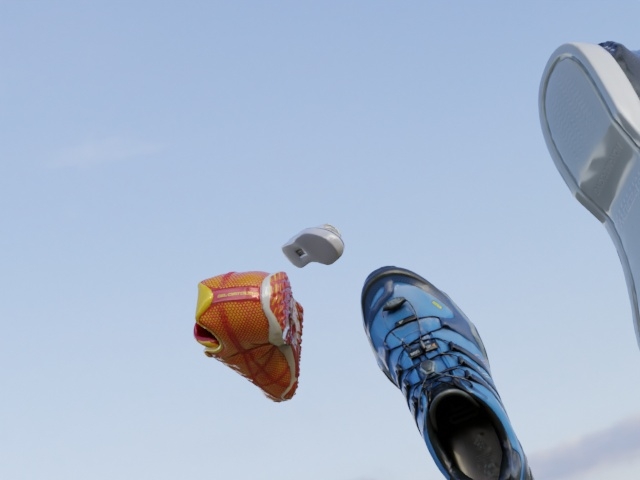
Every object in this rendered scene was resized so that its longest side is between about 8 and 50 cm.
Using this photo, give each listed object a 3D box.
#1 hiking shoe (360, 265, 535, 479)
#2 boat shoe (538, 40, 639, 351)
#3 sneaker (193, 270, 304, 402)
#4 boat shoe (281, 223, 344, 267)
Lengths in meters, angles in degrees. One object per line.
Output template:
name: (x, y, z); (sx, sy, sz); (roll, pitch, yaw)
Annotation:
hiking shoe: (0.133, 0.145, 1.324); (0.113, 0.304, 0.132); (-30, -20, -1)
boat shoe: (0.228, -0.003, 0.765); (0.091, 0.302, 0.114); (-6, -28, -19)
sneaker: (-0.046, 0.061, 0.850); (0.067, 0.064, 0.175); (0, -27, 7)
boat shoe: (0.000, 0.000, 1.081); (0.035, 0.035, 0.100); (-44, 8, -21)
